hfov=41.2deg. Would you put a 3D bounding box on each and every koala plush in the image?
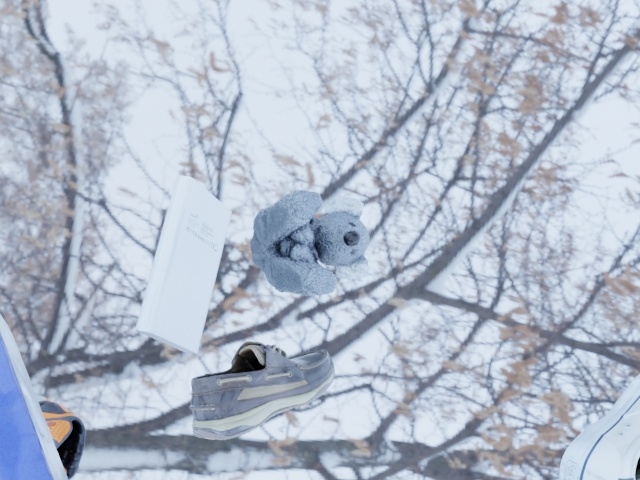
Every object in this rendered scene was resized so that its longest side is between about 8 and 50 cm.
[{"bbox_3d":[0.000,0.000,1.631,0.203,0.221,0.196,-10,-89,56],"label":"koala plush"}]

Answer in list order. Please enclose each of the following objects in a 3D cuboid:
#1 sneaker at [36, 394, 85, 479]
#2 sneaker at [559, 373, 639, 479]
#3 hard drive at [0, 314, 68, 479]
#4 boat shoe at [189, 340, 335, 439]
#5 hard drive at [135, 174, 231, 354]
[{"bbox_3d":[-0.579,0.418,1.588,0.180,0.321,0.124,14,-49,34],"label":"sneaker"},{"bbox_3d":[0.382,0.232,0.991,0.091,0.258,0.094,22,-52,40],"label":"sneaker"},{"bbox_3d":[-0.280,0.163,0.394,0.319,0.040,0.210,-29,-142,-15],"label":"hard drive"},{"bbox_3d":[-0.098,0.250,1.571,0.132,0.355,0.130,-8,-83,36],"label":"boat shoe"},{"bbox_3d":[-0.262,0.052,1.675,0.040,0.203,0.307,7,-107,21],"label":"hard drive"}]
